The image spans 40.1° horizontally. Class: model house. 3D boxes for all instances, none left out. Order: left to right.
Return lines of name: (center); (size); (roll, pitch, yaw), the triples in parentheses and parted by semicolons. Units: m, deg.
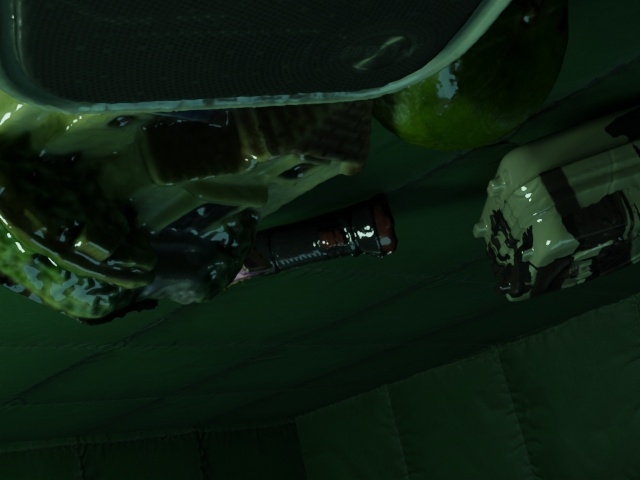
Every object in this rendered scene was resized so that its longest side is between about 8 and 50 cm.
model house: (-0.107, -0.101, 0.705); (0.266, 0.261, 0.321); (-28, 163, 32)

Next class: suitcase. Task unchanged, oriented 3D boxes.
suitcase: (0.406, -0.062, 1.282); (0.339, 0.194, 0.351); (-19, 163, -3)

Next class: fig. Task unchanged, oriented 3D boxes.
fig: (0.088, -0.189, 0.776); (0.203, 0.203, 0.235); (6, -167, -45)

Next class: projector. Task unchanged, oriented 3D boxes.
projector: (-0.038, -0.224, 0.396); (0.248, 0.249, 0.248); (-6, 162, -20)

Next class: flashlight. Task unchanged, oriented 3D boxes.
flashlight: (0.000, 0.000, 1.352); (0.232, 0.093, 0.093); (-13, 162, 8)

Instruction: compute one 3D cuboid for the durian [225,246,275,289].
durian: (-0.210, -0.022, 1.116); (0.191, 0.112, 0.341); (-10, 156, 21)
